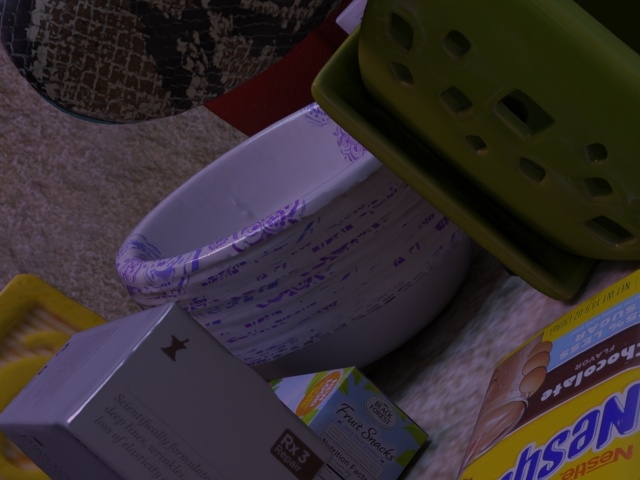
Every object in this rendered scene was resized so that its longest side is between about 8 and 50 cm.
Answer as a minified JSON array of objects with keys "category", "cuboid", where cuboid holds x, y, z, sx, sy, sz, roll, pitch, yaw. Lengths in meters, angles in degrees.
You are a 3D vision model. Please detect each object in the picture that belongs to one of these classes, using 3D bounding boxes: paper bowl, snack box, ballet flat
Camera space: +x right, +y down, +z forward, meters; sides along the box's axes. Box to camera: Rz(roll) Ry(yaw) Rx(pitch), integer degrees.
[{"category":"paper bowl","cuboid":[0.000,0.000,0.893,0.284,0.148,0.284,-29,18,10]},{"category":"snack box","cuboid":[-0.050,0.178,0.715,0.207,0.070,0.174,-51,11,-21]},{"category":"ballet flat","cuboid":[0.019,-0.246,0.620,0.483,0.164,0.182,-48,4,-39]}]

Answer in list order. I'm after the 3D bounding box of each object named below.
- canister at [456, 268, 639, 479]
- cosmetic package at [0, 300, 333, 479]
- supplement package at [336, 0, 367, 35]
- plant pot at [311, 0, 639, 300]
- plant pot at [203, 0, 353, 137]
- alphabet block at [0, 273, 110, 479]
[{"category":"canister","cuboid":[0.097,0.091,0.411,0.126,0.073,0.170,-40,9,33]},{"category":"cosmetic package","cuboid":[-0.099,0.110,0.656,0.085,0.117,0.231,-50,11,-20]},{"category":"supplement package","cuboid":[0.187,-0.223,0.977,0.199,0.198,0.263,-51,10,-23]},{"category":"plant pot","cuboid":[0.143,-0.114,0.657,0.228,0.227,0.207,-53,4,-34]},{"category":"plant pot","cuboid":[0.074,-0.193,1.250,0.267,0.236,0.267,-51,11,-28]},{"category":"alphabet block","cuboid":[-0.213,0.181,0.895,0.192,0.193,0.197,-55,-8,-38]}]
